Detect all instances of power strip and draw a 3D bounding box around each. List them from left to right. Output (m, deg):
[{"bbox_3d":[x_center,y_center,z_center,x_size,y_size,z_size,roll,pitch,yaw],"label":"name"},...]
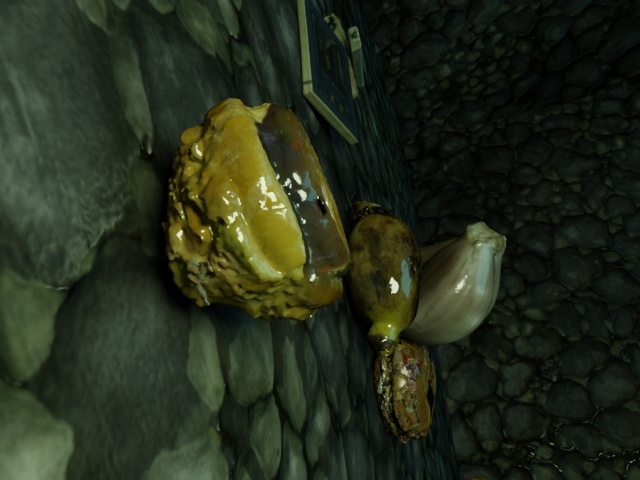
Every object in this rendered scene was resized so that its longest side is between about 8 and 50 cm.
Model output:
[{"bbox_3d":[0.093,-0.472,1.256,0.252,0.027,0.060,45,34,-79],"label":"power strip"}]

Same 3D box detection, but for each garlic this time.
[{"bbox_3d":[0.215,0.110,1.038,0.231,0.340,0.245,-25,102,-46],"label":"garlic"}]

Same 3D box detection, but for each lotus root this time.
[{"bbox_3d":[0.121,0.065,0.917,0.169,0.142,0.314,59,26,-60],"label":"lotus root"}]

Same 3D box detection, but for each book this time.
[{"bbox_3d":[0.016,-0.354,1.009,0.191,0.025,0.269,33,46,-51],"label":"book"}]

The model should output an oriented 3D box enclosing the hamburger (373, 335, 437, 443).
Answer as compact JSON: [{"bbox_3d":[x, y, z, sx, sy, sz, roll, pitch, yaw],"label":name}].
[{"bbox_3d":[0.179,0.300,1.030,0.231,0.107,0.230,-6,90,-70],"label":"hamburger"}]

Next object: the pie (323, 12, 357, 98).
[{"bbox_3d":[0.055,-0.452,1.242,0.185,0.052,0.218,48,31,-59],"label":"pie"}]

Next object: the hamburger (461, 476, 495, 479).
[{"bbox_3d":[0.353,0.640,1.035,0.274,0.275,0.212,-54,151,-70],"label":"hamburger"}]

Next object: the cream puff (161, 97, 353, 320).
[{"bbox_3d":[-0.052,-0.015,0.384,0.189,0.130,0.189,-23,90,-81],"label":"cream puff"}]
